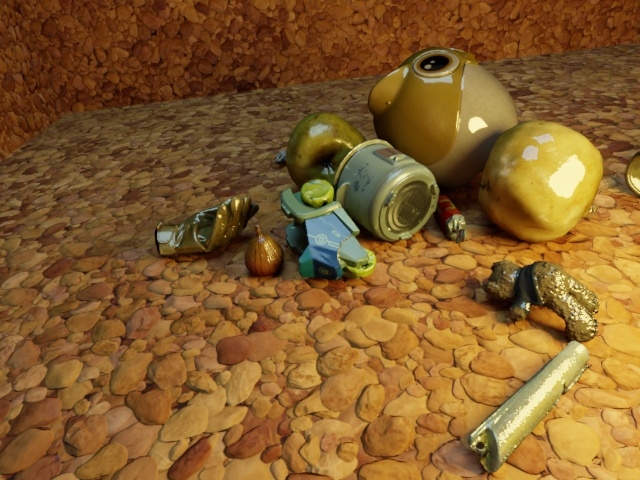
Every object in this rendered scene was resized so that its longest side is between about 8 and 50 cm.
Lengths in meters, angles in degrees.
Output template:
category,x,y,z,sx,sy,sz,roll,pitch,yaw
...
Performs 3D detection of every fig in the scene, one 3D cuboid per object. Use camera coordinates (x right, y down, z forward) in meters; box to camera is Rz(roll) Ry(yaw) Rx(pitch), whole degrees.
category,x,y,z,sx,sy,sz,roll,pitch,yaw
fig,-0.173,0.034,1.239,0.119,0.153,0.119,-25,40,23

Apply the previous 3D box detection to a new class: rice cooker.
category,x,y,z,sx,sy,sz,roll,pitch,yaw
rice cooker,0.188,-0.156,1.345,0.315,0.265,0.317,0,34,0

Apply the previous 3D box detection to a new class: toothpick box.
category,x,y,z,sx,sy,sz,roll,pitch,yaw
toothpick box,0.389,-0.416,1.460,0.425,0.409,0.409,38,43,1

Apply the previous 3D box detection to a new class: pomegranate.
category,x,y,z,sx,sy,sz,roll,pitch,yaw
pomegranate,0.604,-0.162,1.214,0.331,0.333,0.333,-5,33,3

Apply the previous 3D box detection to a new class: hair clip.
category,x,y,z,sx,sy,sz,roll,pitch,yaw
hair clip,-0.115,-0.408,1.960,0.106,0.085,0.292,15,44,22

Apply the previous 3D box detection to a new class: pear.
category,x,y,z,sx,sy,sz,roll,pitch,yaw
pear,0.020,-0.302,1.588,0.303,0.304,0.304,-5,33,3

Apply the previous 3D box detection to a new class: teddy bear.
category,x,y,z,sx,sy,sz,roll,pitch,yaw
teddy bear,0.502,0.108,0.998,0.251,0.130,0.182,19,39,33

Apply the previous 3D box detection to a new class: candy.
category,x,y,z,sx,sy,sz,roll,pitch,yaw
candy,0.387,-0.070,1.337,0.059,0.086,0.292,-15,32,2

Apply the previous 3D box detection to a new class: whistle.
category,x,y,z,sx,sy,sz,roll,pitch,yaw
whistle,0.385,0.290,0.802,0.326,0.057,0.068,-27,81,-27

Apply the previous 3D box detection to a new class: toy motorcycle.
category,x,y,z,sx,sy,sz,roll,pitch,yaw
toy motorcycle,0.000,0.000,1.232,0.199,0.191,0.327,-22,50,-16

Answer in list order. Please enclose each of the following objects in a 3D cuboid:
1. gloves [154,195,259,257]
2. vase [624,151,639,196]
category,x,y,z,sx,sy,sz,roll,pitch,yaw
gloves,-0.343,-0.037,1.373,0.330,0.141,0.154,-19,8,-1
vase,1.142,-0.196,1.298,0.302,0.241,0.329,-30,64,-12
